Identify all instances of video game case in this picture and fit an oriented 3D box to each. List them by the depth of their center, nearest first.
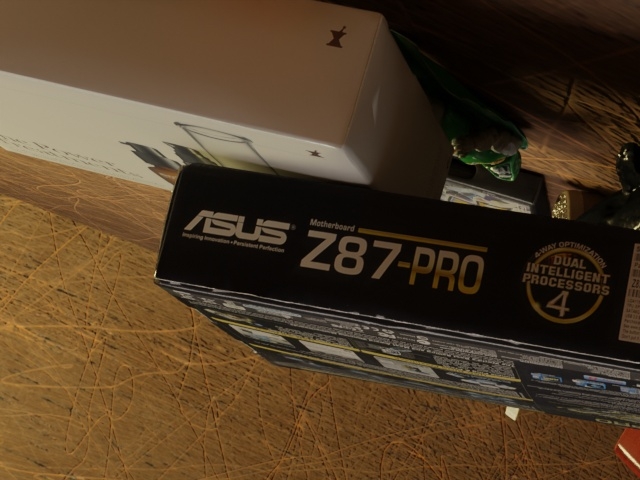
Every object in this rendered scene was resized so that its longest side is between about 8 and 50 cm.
[{"bbox_3d":[0.119,-0.052,1.458,0.248,0.035,0.275,18,172,15],"label":"video game case"}]

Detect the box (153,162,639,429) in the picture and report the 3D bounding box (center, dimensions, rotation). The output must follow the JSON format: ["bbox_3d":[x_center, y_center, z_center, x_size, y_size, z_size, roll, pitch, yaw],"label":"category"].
[{"bbox_3d":[0.119,0.058,0.981,0.395,0.097,0.318,8,166,16],"label":"box"}]

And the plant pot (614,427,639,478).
[{"bbox_3d":[0.589,0.300,2.029,0.236,0.267,0.267,31,178,25],"label":"plant pot"}]

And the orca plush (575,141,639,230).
[{"bbox_3d":[0.260,-0.025,1.084,0.102,0.151,0.287,52,172,-5],"label":"orca plush"}]

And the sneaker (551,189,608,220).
[{"bbox_3d":[0.253,0.041,1.258,0.071,0.188,0.066,7,159,-10],"label":"sneaker"}]

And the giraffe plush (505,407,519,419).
[{"bbox_3d":[0.342,0.137,1.813,0.170,0.210,0.181,-5,-136,-43],"label":"giraffe plush"}]

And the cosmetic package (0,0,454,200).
[{"bbox_3d":[-0.114,-0.104,0.980,0.377,0.097,0.284,14,169,17],"label":"cosmetic package"}]

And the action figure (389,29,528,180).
[{"bbox_3d":[0.096,-0.098,1.127,0.137,0.063,0.232,7,169,46],"label":"action figure"}]
